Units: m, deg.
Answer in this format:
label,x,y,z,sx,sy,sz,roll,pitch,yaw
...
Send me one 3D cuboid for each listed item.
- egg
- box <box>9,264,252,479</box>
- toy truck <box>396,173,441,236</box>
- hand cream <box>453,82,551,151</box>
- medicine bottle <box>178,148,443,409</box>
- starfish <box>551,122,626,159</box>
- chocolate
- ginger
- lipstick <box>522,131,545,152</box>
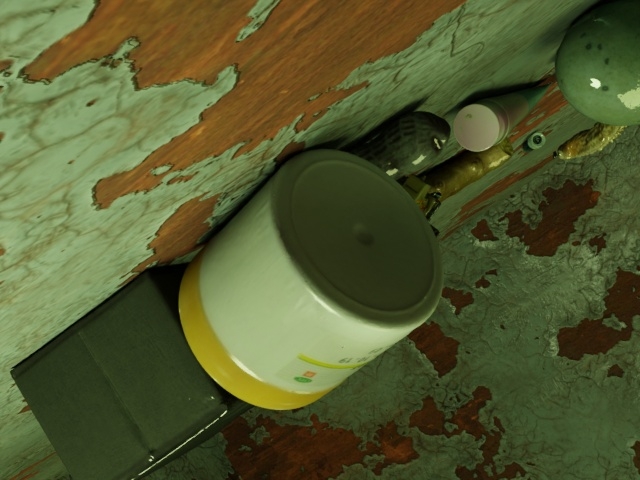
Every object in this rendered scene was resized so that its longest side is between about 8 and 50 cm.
label,x,y,z,sx,sy,sz,roll,pitch,yaw
egg,0.419,-0.240,1.221,0.236,0.169,0.169,-8,159,-37
box,-0.195,0.175,1.253,0.251,0.204,0.345,-36,171,17
toy truck,0.132,-0.047,1.466,0.127,0.127,0.257,-55,164,4
hand cream,0.283,-0.190,1.400,0.111,0.070,0.312,-40,173,30
medicine bottle,-0.012,0.049,1.060,0.238,0.238,0.232,-24,168,-46
starfish,0.552,-0.310,1.436,0.324,0.082,0.432,-60,-175,-21
chocolate,0.086,-0.104,1.130,0.167,0.072,0.072,-33,172,7
ginger,0.240,-0.113,1.688,0.298,0.065,0.118,-29,-175,-17
lipstick,0.492,-0.224,2.106,0.037,0.037,0.116,-32,177,-3
